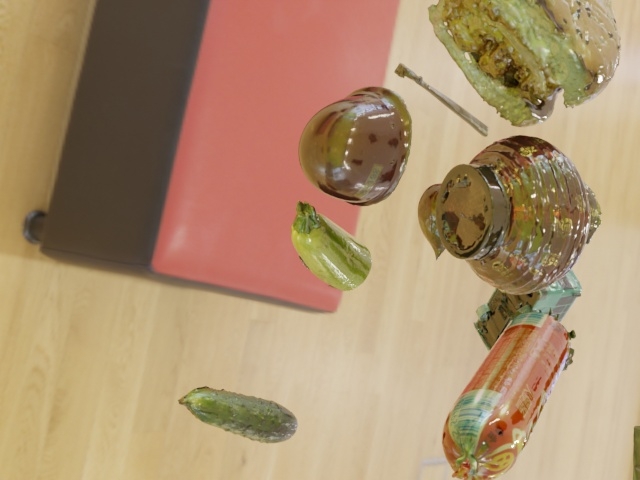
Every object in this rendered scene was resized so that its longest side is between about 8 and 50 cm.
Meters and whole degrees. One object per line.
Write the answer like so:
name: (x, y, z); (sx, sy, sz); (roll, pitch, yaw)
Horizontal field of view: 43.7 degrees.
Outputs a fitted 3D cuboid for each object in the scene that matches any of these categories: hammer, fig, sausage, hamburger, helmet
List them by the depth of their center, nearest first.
sausage: (0.168, 0.144, 0.733); (0.264, 0.083, 0.083); (-32, 122, -57)
helmet: (0.035, -0.128, 1.079); (0.106, 0.175, 0.155); (-6, 60, -52)
hamburger: (0.322, -0.358, 1.256); (0.318, 0.195, 0.277); (47, 47, -12)
fig: (0.242, -0.036, 1.577); (0.109, 0.103, 0.155); (-3, 99, -86)
hammer: (0.266, -0.290, 1.679); (0.297, 0.125, 0.027); (25, 106, -38)

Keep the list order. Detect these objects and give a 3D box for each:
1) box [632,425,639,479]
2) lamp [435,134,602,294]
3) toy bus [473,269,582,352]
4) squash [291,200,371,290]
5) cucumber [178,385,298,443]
box: (0.669, 0.395, 1.345); (0.148, 0.231, 0.156); (11, 80, -39)
lamp: (0.302, -0.039, 1.204); (0.247, 0.246, 0.247); (-16, 109, -55)
toy bus: (0.440, 0.139, 1.697); (0.147, 0.128, 0.256); (-8, 140, -22)
squash: (-0.002, 0.000, 1.162); (0.090, 0.075, 0.200); (-60, 141, -11)
cucumber: (-0.119, 0.258, 1.185); (0.227, 0.069, 0.069); (28, 72, -42)
